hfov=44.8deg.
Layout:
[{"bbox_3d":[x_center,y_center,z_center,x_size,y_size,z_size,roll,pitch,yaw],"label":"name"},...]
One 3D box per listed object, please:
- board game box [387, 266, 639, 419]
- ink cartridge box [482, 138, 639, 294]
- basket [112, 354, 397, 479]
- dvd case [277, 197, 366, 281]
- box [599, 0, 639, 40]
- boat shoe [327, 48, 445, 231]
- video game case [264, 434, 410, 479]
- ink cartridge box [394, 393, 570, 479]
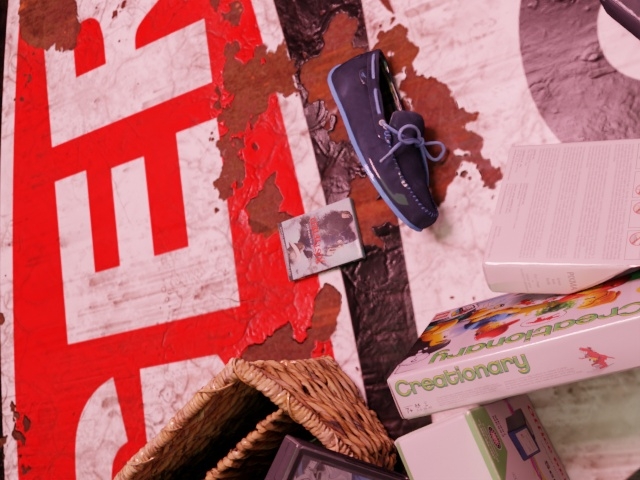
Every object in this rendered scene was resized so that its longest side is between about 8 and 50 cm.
[{"bbox_3d":[0.239,0.092,0.807,0.305,0.193,0.053,-20,97,27],"label":"board game box"},{"bbox_3d":[0.298,-0.028,0.819,0.225,0.056,0.181,1,51,28],"label":"ink cartridge box"},{"bbox_3d":[-0.080,0.307,0.958,0.299,0.223,0.213,-45,65,18],"label":"basket"},{"bbox_3d":[0.000,0.000,1.066,0.119,0.013,0.087,-19,75,29],"label":"dvd case"},{"bbox_3d":[0.402,-0.267,0.808,0.158,0.093,0.156,-47,64,17],"label":"box"},{"bbox_3d":[0.088,-0.137,0.976,0.089,0.109,0.258,-32,71,20],"label":"boat shoe"},{"bbox_3d":[0.004,0.378,0.861,0.035,0.248,0.274,17,80,56],"label":"video game case"},{"bbox_3d":[0.184,0.252,0.812,0.093,0.212,0.154,-31,70,22],"label":"ink cartridge box"}]
